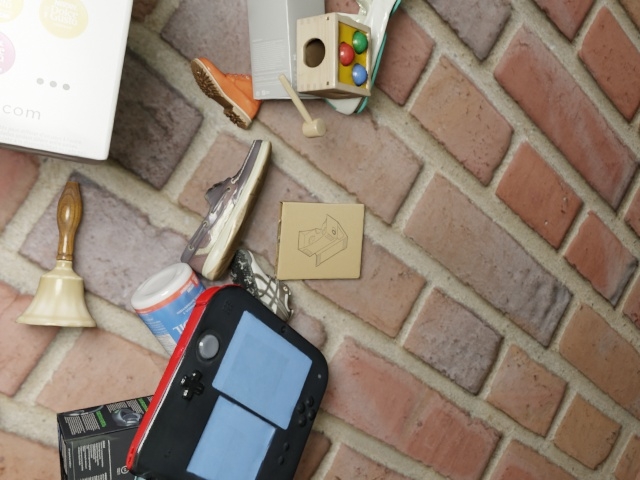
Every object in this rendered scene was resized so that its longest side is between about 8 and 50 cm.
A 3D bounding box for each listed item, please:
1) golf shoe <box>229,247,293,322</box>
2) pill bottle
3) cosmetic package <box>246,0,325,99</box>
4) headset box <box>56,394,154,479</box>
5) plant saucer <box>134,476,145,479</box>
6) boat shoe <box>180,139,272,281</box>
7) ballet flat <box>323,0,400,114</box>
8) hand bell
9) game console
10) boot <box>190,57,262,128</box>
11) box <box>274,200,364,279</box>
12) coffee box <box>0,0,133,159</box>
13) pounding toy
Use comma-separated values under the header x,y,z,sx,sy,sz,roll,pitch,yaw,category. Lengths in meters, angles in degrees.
x,y,z,sx,sy,sz,roll,pitch,yaw,category
-0.115,0.092,1.206,0.094,0.077,0.198,-34,120,-33,golf shoe
-0.237,0.161,1.111,0.124,0.124,0.221,-39,115,-19,pill bottle
-0.060,-0.382,1.117,0.127,0.107,0.237,-20,113,-53,cosmetic package
-0.318,0.421,1.102,0.283,0.131,0.246,-6,100,-29,headset box
-0.237,0.426,1.063,0.192,0.018,0.067,11,91,-31,plant saucer
-0.175,-0.067,1.126,0.093,0.103,0.285,22,85,2,boat shoe
0.088,-0.454,1.206,0.139,0.139,0.399,22,88,-30,ballet flat
-0.429,0.021,1.010,0.126,0.126,0.241,8,81,-30,hand bell
-0.134,0.298,1.081,0.386,0.060,0.341,46,52,-42,game console
-0.170,-0.292,1.119,0.158,0.059,0.084,46,72,-36,boot
0.000,0.000,1.279,0.201,0.021,0.164,1,97,-29,box
-0.428,-0.293,0.780,0.338,0.338,0.334,9,92,-21,coffee box
0.015,-0.286,1.066,0.181,0.094,0.205,-8,100,-56,pounding toy
